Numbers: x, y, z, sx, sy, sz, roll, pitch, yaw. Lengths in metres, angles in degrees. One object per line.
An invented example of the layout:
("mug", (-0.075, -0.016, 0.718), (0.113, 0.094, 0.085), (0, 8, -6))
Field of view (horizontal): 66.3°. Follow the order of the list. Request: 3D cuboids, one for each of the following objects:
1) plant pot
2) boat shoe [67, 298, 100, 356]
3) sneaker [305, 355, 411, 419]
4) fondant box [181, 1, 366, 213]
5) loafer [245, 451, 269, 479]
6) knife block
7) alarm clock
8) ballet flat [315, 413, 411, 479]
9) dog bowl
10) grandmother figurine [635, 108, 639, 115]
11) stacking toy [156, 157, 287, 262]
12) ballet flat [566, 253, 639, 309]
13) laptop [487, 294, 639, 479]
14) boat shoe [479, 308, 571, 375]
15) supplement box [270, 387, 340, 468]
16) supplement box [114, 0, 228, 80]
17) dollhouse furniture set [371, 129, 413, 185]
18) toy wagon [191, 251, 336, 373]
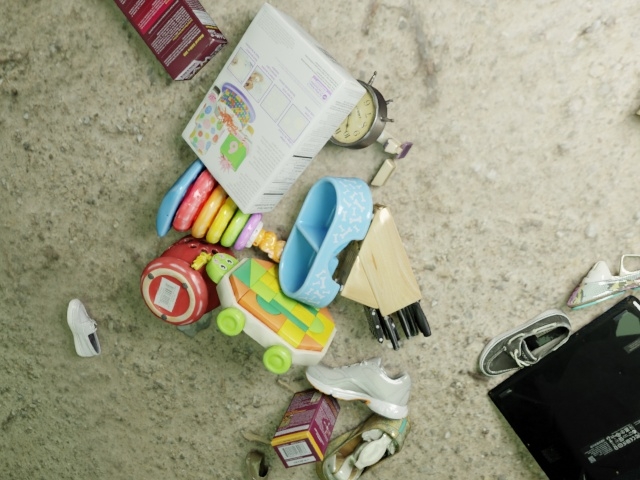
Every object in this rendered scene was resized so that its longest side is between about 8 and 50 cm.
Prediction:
("plant pot", (-0.310, 0.097, 1.159), (0.191, 0.174, 0.191), (5, 112, 13))
("boat shoe", (-0.662, 0.249, 1.381), (0.063, 0.066, 0.184), (0, 107, 2))
("sneaker", (0.094, 0.323, 1.173), (0.262, 0.099, 0.121), (16, 92, 14))
("fondant box", (-0.105, -0.251, 0.978), (0.238, 0.096, 0.330), (50, 115, 16))
("loafer", (-0.171, 0.668, 1.384), (0.050, 0.056, 0.148), (-8, 107, 26))
("knife block", (0.164, 0.087, 1.049), (0.242, 0.088, 0.276), (21, 95, -13))
("alarm clock", (0.052, -0.239, 0.975), (0.192, 0.064, 0.129), (-22, 79, 29))
("ballet flat", (0.090, 0.542, 1.229), (0.123, 0.123, 0.348), (42, 115, -1))
("dog bowl", (0.000, 0.000, 1.021), (0.074, 0.166, 0.297), (13, 112, -32))
("grandmother figurine", (0.633, -0.345, 0.761), (0.207, 0.104, 0.342), (13, 112, -18))
("stacking toy", (-0.192, -0.039, 1.099), (0.301, 0.166, 0.175), (30, 131, -7))
("ballet flat", (0.580, 0.069, 0.941), (0.221, 0.077, 0.079), (-18, 85, 17))
("laptop", (0.664, 0.380, 1.038), (0.382, 0.236, 0.408), (-48, 62, 28))
("boat shoe", (0.427, 0.227, 1.037), (0.078, 0.070, 0.219), (44, 115, -2))
("supplement box", (-0.031, 0.446, 1.189), (0.104, 0.188, 0.081), (-22, 102, 23))
("supplement box", (-0.318, -0.468, 1.011), (0.130, 0.073, 0.239), (-33, 96, 25))
("dollhouse furniture set", (0.111, -0.170, 0.992), (0.081, 0.091, 0.114), (40, 119, 17))
("toy wagon", (-0.124, 0.128, 1.059), (0.344, 0.267, 0.068), (39, 114, 1))
